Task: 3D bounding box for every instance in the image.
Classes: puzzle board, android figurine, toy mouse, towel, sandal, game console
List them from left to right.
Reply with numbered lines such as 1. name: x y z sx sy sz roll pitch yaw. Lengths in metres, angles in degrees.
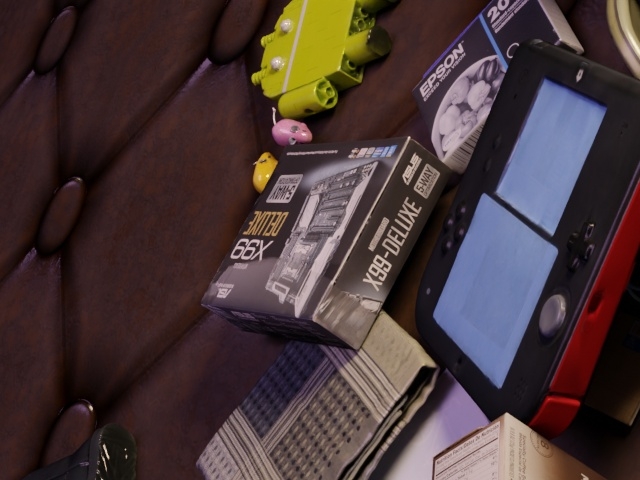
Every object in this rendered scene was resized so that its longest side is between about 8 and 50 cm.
1. toy mouse: -0.041 -0.110 2.038 0.143 0.031 0.161 -15 73 44
2. towel: -0.006 0.212 1.729 0.312 0.056 0.324 -52 23 4
3. android figurine: 0.001 -0.279 2.112 0.273 0.056 0.248 -11 59 49
4. game console: 0.206 -0.013 1.488 0.386 0.060 0.342 -128 54 -70
5. puzzle board: 0.279 0.116 1.470 0.128 0.011 0.096 25 87 57
6. sandal: 0.348 -0.239 1.537 0.086 0.120 0.303 -20 50 30

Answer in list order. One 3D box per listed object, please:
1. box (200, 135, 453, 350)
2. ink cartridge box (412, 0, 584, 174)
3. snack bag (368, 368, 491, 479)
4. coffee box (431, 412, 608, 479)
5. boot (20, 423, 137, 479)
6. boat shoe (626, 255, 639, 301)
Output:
1. box: 0.000 0.000 1.834 0.242 0.076 0.307 -61 25 -13
2. ink cartridge box: 0.196 -0.214 1.795 0.206 0.045 0.208 -47 34 24
3. snack bag: 0.097 0.325 1.556 0.342 0.037 0.323 -50 35 15
4. coffee box: 0.170 0.290 1.290 0.098 0.141 0.246 -39 26 34
5. boot: -0.348 0.388 2.083 0.207 0.094 0.246 -36 34 31
6. boat shoe: 0.293 0.013 1.464 0.258 0.109 0.089 -134 66 -73
